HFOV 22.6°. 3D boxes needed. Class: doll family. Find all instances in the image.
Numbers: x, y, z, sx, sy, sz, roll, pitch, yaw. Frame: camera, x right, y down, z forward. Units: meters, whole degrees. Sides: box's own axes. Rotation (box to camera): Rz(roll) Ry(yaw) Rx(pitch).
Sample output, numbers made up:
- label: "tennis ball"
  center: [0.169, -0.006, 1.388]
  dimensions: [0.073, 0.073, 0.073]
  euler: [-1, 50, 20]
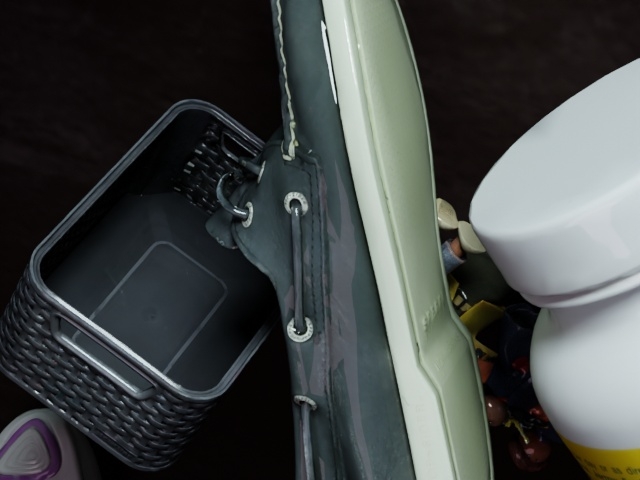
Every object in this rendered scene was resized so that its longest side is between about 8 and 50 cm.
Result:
- label: "doll family"
  center: [0.097, 0.061, 0.882]
  dimensions: [0.193, 0.076, 0.111]
  euler: [40, 117, 3]

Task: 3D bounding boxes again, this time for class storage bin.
- label: "storage bin"
  center: [-0.081, 0.022, 0.887]
  dimensions: [0.122, 0.180, 0.084]
  euler: [36, 138, 1]

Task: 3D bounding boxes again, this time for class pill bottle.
- label: "pill bottle"
  center: [0.217, 0.080, 0.741]
  dimensions: [0.188, 0.188, 0.334]
  euler: [-22, 112, 42]

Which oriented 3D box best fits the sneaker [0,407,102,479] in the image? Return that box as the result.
- label: "sneaker"
  center: [-0.196, 0.266, 1.220]
  dimensions: [0.114, 0.152, 0.305]
  euler: [5, 105, 23]

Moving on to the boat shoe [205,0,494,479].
- label: "boat shoe"
  center: [0.001, 0.000, 0.790]
  dimensions: [0.113, 0.127, 0.340]
  euler: [-10, 101, 19]
